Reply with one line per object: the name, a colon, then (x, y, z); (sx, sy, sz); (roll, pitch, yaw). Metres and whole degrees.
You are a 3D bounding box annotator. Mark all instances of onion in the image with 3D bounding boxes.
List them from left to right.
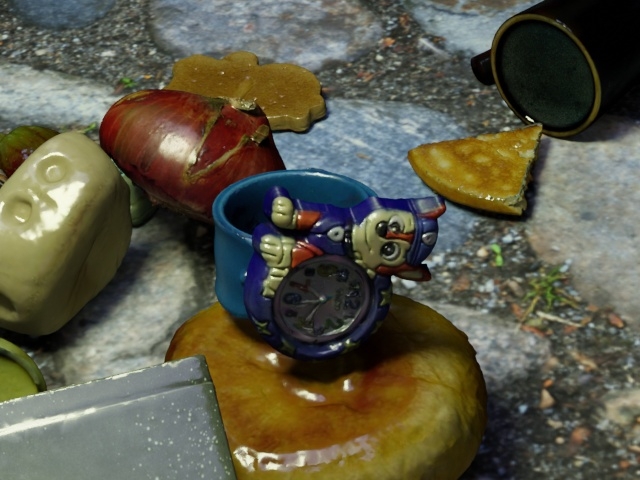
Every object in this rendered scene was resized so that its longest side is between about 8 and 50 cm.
onion: (-0.138, -0.089, 2.064); (0.248, 0.248, 0.161); (22, 66, 33)

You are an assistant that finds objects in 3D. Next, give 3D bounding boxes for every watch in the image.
watch: (-0.008, 0.006, 1.727); (0.196, 0.171, 0.200); (1, 25, -18)

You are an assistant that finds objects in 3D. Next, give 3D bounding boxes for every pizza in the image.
pizza: (0.202, -0.097, 2.166); (0.184, 0.036, 0.176); (19, 43, 33)

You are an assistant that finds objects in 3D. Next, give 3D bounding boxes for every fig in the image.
fig: (-0.345, -0.092, 2.148); (0.103, 0.109, 0.154); (-48, 49, -6)

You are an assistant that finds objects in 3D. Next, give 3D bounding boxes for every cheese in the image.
cheese: (-0.294, -0.003, 2.009); (0.117, 0.235, 0.218); (27, 8, 15)

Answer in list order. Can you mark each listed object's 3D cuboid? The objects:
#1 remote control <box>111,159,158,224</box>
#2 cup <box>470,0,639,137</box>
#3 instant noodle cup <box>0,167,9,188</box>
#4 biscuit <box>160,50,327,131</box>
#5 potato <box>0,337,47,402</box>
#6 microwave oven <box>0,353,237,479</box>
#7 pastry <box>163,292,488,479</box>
remote control: (-0.302, -0.074, 2.223); (0.233, 0.038, 0.098); (12, 41, 25)
cup: (0.303, -0.254, 2.251); (0.239, 0.166, 0.177); (25, 44, 34)
instant noodle cup: (-0.474, -0.043, 2.061); (0.250, 0.250, 0.192); (-28, 50, -25)
biscuit: (-0.097, -0.191, 2.341); (0.225, 0.036, 0.166); (5, 40, 12)
potato: (-0.419, 0.163, 1.862); (0.271, 0.160, 0.111); (-9, 13, -1)
microwave oven: (-0.261, 0.323, 1.446); (0.432, 0.236, 0.374); (-13, 68, -7)
pastry: (-0.005, 0.170, 1.760); (0.356, 0.164, 0.356); (-1, 36, 0)
